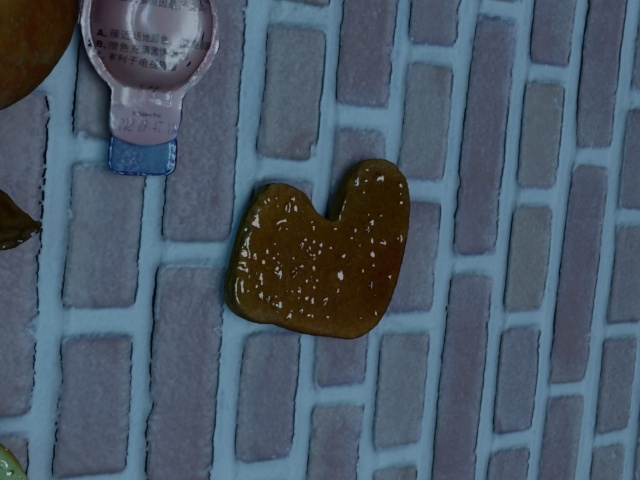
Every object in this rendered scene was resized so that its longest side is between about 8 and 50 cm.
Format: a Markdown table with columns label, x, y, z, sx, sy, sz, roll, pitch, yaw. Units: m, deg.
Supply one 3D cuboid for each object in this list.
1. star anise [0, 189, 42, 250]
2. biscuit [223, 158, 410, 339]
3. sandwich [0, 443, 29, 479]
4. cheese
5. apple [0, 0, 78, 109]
| label | x | y | z | sx | sy | sz | roll | pitch | yaw |
| --- | --- | --- | --- | --- | --- | --- | --- | --- | --- |
| star anise | -0.453 | -0.008 | 1.014 | 0.346 | 0.148 | 0.237 | -22 | 154 | -35 |
| biscuit | -0.001 | 0.000 | 1.432 | 0.277 | 0.052 | 0.262 | 12 | 85 | -35 |
| sandwich | -0.441 | 0.289 | 1.052 | 0.254 | 0.100 | 0.288 | 54 | 35 | -20 |
| cheese | -0.204 | -0.219 | 1.244 | 0.189 | 0.074 | 0.286 | -2 | 101 | -34 |
| apple | -0.370 | -0.253 | 1.004 | 0.301 | 0.301 | 0.301 | -6 | 100 | -34 |
